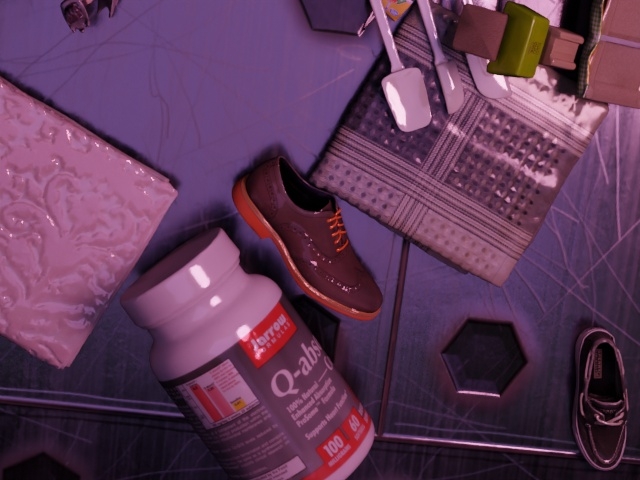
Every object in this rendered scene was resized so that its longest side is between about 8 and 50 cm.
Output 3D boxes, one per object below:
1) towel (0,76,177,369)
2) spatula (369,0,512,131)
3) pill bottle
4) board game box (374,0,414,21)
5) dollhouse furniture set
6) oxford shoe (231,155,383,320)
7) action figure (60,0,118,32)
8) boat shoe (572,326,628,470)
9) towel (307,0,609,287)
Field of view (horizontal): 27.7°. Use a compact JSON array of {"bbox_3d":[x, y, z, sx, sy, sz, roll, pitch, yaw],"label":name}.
[{"bbox_3d":[-0.414,-0.029,1.799,0.332,0.053,0.317,33,98,-10],"label":"towel"},{"bbox_3d":[0.146,-0.283,1.752,0.168,0.019,0.242,-19,100,1],"label":"spatula"},{"bbox_3d":[-0.103,0.178,1.781,0.210,0.210,0.363,-34,102,4],"label":"pill bottle"},{"bbox_3d":[0.080,-0.387,1.758,0.154,0.026,0.103,42,97,-11],"label":"board game box"},{"bbox_3d":[0.330,-0.303,1.748,0.301,0.151,0.197,4,106,-42],"label":"dollhouse furniture set"},{"bbox_3d":[0.000,0.000,1.790,0.271,0.097,0.098,45,125,-11],"label":"oxford shoe"},{"bbox_3d":[-0.348,-0.359,1.668,0.285,0.099,0.185,-9,104,-32],"label":"action figure"},{"bbox_3d":[0.408,0.239,1.893,0.078,0.070,0.219,-9,103,-1],"label":"boat shoe"},{"bbox_3d":[0.196,-0.133,1.817,0.324,0.056,0.312,30,96,-7],"label":"towel"}]
